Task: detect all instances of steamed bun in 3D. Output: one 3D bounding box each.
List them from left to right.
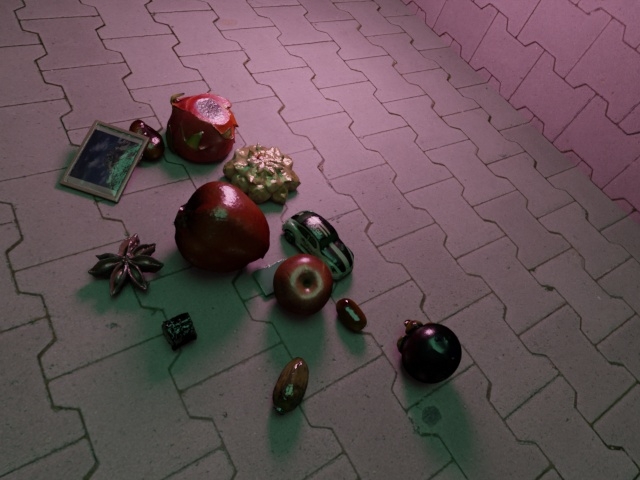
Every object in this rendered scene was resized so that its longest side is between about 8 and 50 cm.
[{"bbox_3d":[-0.212,-0.276,1.727,0.292,0.137,0.295,-21,62,-33],"label":"steamed bun"}]

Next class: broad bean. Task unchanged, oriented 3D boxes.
[{"bbox_3d":[-0.657,-0.375,1.684,0.165,0.084,0.114,43,71,7],"label":"broad bean"}]

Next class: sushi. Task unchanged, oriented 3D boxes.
[{"bbox_3d":[-0.411,0.263,1.303,0.084,0.098,0.094,-24,84,-27],"label":"sushi"}]

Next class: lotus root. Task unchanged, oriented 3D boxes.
[{"bbox_3d":[-0.082,0.420,1.289,0.080,0.089,0.179,51,43,-26],"label":"lotus root"}]

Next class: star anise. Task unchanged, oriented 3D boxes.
[{"bbox_3d":[-0.587,0.083,1.379,0.212,0.073,0.197,-35,67,-31],"label":"star anise"}]

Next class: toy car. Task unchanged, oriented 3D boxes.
[{"bbox_3d":[0.000,0.000,1.598,0.136,0.125,0.306,-33,69,-34],"label":"toy car"}]

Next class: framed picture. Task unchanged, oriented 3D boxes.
[{"bbox_3d":[-0.758,-0.283,1.580,0.209,0.019,0.281,17,68,-6],"label":"framed picture"}]

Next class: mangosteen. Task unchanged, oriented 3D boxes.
[{"bbox_3d":[0.337,0.344,1.434,0.194,0.194,0.230,-13,30,-26],"label":"mangosteen"}]

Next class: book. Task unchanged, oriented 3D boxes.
[{"bbox_3d":[-0.153,0.124,1.524,0.135,0.017,0.103,-23,67,-30],"label":"book"}]

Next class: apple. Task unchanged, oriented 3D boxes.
[{"bbox_3d":[-0.057,0.145,1.451,0.201,0.162,0.201,4,76,-15],"label":"apple"}]

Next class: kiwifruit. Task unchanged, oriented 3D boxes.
[{"bbox_3d":[0.102,0.247,1.483,0.075,0.075,0.124,-29,64,-33],"label":"kiwifruit"}]

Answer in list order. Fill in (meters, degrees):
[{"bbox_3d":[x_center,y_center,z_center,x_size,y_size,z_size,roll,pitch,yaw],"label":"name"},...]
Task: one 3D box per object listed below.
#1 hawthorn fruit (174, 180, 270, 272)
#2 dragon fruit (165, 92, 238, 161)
[{"bbox_3d":[-0.311,-0.035,1.422,0.312,0.295,0.295,13,52,-5],"label":"hawthorn fruit"},{"bbox_3d":[-0.455,-0.451,1.737,0.291,0.189,0.290,8,53,-11],"label":"dragon fruit"}]
